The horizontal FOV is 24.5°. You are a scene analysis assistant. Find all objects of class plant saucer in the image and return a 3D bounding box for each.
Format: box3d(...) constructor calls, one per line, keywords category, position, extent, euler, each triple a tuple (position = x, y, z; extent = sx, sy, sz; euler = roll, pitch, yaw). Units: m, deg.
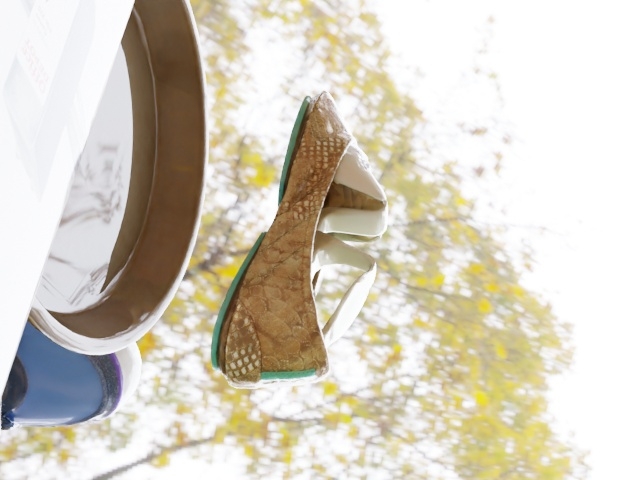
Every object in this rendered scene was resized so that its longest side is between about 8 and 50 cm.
box3d(category="plant saucer", position=(-0.143, -0.070, 0.896), extent=(0.041, 0.278, 0.278), euler=(1, -101, 20))

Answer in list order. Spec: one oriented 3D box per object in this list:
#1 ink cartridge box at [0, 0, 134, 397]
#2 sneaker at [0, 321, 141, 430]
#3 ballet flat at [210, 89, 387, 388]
box3d(category="ink cartridge box", position=(-0.146, -0.057, 0.407), extent=(0.158, 0.092, 0.218), euler=(-2, -137, 11))
box3d(category="sneaker", position=(-0.313, 0.108, 1.027), extent=(0.322, 0.236, 0.130), euler=(16, -60, 8))
box3d(category="ballet flat", position=(0.000, 0.000, 0.783), extent=(0.067, 0.073, 0.206), euler=(10, -131, 8))
